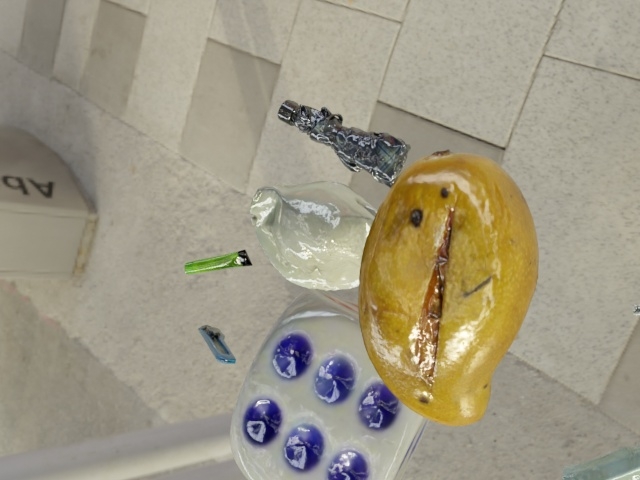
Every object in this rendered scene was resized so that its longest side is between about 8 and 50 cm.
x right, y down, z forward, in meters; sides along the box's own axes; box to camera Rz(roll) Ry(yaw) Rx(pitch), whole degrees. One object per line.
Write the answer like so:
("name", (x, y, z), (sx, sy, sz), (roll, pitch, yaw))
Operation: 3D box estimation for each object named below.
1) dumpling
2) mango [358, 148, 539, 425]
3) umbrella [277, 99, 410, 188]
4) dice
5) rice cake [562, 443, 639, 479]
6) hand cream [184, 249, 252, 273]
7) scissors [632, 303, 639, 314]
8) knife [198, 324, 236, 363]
("dumpling", (0.000, 0.002, 0.894), (0.181, 0.111, 0.155), (43, 137, 38))
("mango", (0.125, 0.056, 0.707), (0.177, 0.120, 0.295), (7, 101, 11))
("umbrella", (0.034, -0.161, 1.100), (0.224, 0.071, 0.080), (28, 109, 14))
("dice", (0.037, 0.271, 1.149), (0.276, 0.304, 0.304), (28, 90, 18))
("rice cake", (0.550, 0.360, 1.140), (0.063, 0.066, 0.336), (45, 125, -9))
("hand cream", (-0.181, 0.040, 1.224), (0.121, 0.023, 0.036), (-10, 123, 17))
("scissors", (0.599, 0.107, 1.120), (0.176, 0.085, 0.022), (-7, 63, 27))
("knife", (-0.174, 0.171, 1.172), (0.026, 0.044, 0.296), (-69, 16, -4))
